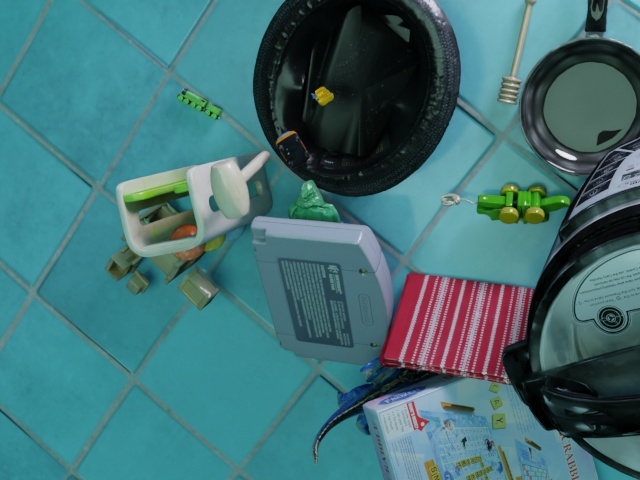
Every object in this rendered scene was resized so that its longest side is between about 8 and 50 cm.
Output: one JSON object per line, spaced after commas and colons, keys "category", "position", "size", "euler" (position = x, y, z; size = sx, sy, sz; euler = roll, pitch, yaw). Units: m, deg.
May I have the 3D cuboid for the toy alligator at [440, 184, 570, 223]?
{"category": "toy alligator", "position": [0.279, -0.048, 1.296], "size": [0.189, 0.056, 0.051], "euler": [1, 142, 17]}

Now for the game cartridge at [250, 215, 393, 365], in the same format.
{"category": "game cartridge", "position": [0.013, 0.083, 1.326], "size": [0.197, 0.062, 0.297], "euler": [3, 136, 13]}

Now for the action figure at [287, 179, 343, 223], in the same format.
{"category": "action figure", "position": [0.000, 0.000, 1.325], "size": [0.137, 0.064, 0.232], "euler": [2, 137, 14]}

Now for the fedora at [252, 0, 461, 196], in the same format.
{"category": "fedora", "position": [0.065, -0.237, 1.262], "size": [0.333, 0.152, 0.334], "euler": [8, 110, 21]}

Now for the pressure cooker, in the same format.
{"category": "pressure cooker", "position": [0.450, 0.088, 1.035], "size": [0.375, 0.420, 0.370], "euler": [27, 124, 12]}

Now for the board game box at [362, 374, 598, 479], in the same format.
{"category": "board game box", "position": [0.254, 0.342, 1.283], "size": [0.317, 0.066, 0.319], "euler": [-17, 97, -17]}

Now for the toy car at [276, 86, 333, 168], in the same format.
{"category": "toy car", "position": [-0.017, -0.163, 1.227], "size": [0.122, 0.060, 0.041], "euler": [-45, 42, 13]}

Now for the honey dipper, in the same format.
{"category": "honey dipper", "position": [0.291, -0.281, 1.254], "size": [0.030, 0.030, 0.161], "euler": [14, 103, 14]}

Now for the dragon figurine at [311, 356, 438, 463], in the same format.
{"category": "dragon figurine", "position": [0.099, 0.230, 1.325], "size": [0.085, 0.289, 0.144], "euler": [56, 142, 17]}

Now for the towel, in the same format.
{"category": "towel", "position": [0.239, 0.135, 1.277], "size": [0.274, 0.199, 0.031], "euler": [8, 132, 15]}

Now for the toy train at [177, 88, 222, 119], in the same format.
{"category": "toy train", "position": [-0.200, -0.226, 1.422], "size": [0.083, 0.017, 0.024], "euler": [30, 98, 9]}

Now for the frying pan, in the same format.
{"category": "frying pan", "position": [0.364, -0.251, 1.226], "size": [0.197, 0.053, 0.326], "euler": [-18, 93, 19]}

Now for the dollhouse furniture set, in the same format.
{"category": "dollhouse furniture set", "position": [-0.254, 0.050, 1.473], "size": [0.182, 0.101, 0.161], "euler": [45, 134, 4]}

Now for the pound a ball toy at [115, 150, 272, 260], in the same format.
{"category": "pound a ball toy", "position": [-0.150, -0.051, 1.281], "size": [0.208, 0.319, 0.136], "euler": [-10, 98, 18]}
